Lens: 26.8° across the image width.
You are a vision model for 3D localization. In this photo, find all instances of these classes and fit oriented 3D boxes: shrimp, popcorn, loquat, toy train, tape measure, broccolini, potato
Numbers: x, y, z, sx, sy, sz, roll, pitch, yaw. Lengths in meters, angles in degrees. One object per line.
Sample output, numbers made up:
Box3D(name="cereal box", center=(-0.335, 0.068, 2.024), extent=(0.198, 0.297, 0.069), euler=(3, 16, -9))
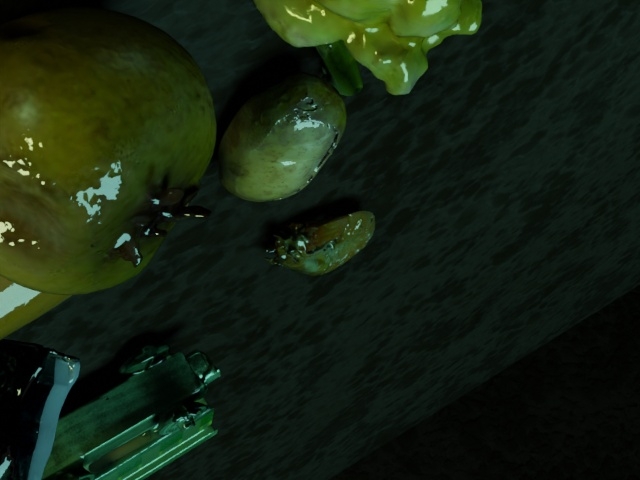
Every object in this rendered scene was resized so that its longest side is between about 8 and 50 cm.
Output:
Box3D(name="shrimp", center=(-0.001, -0.002, 1.649), extent=(0.115, 0.051, 0.217), euler=(-50, 157, 18))
Box3D(name="popcorn", center=(0.029, -0.241, 0.899), extent=(0.259, 0.212, 0.259), euler=(-162, -90, -88))
Box3D(name="loquat", center=(-0.179, -0.061, 0.961), extent=(0.213, 0.213, 0.213), euler=(-32, 160, -13))
Box3D(name="toy train", center=(-0.261, 0.238, 1.655), extent=(0.301, 0.120, 0.202), euler=(-30, 163, -18))
Box3D(name="tape measure", center=(-0.337, 0.173, 1.278), extent=(0.107, 0.181, 0.182), euler=(34, 71, -64))
Box3D(name="broccolini", center=(-0.030, -0.191, 1.157), extent=(0.392, 0.074, 0.079), euler=(52, 49, -72))
Box3D(name="potato", center=(-0.039, -0.100, 1.299), extent=(0.107, 0.080, 0.170), euler=(8, 141, -20))

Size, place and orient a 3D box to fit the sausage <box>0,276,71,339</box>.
Box3D(name="sausage", center=(-0.259, 0.018, 1.164), extent=(0.328, 0.112, 0.112), euler=(-30, 160, -19))
